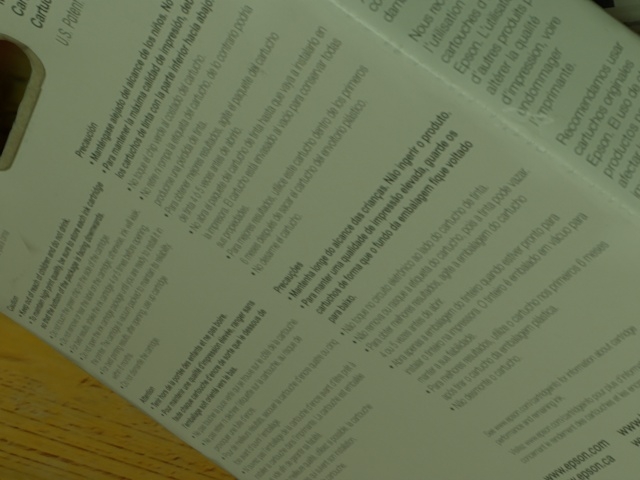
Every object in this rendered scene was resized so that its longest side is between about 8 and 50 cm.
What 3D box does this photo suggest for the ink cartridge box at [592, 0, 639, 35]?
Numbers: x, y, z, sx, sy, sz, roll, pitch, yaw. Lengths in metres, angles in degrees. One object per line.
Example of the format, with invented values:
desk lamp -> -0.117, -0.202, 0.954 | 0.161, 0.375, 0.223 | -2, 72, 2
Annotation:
ink cartridge box -> 0.200, -0.058, 0.654 | 0.333, 0.065, 0.165 | -9, 142, 1

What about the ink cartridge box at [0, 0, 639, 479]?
ink cartridge box -> 0.000, 0.000, 0.634 | 0.330, 0.071, 0.324 | 36, 150, -2
